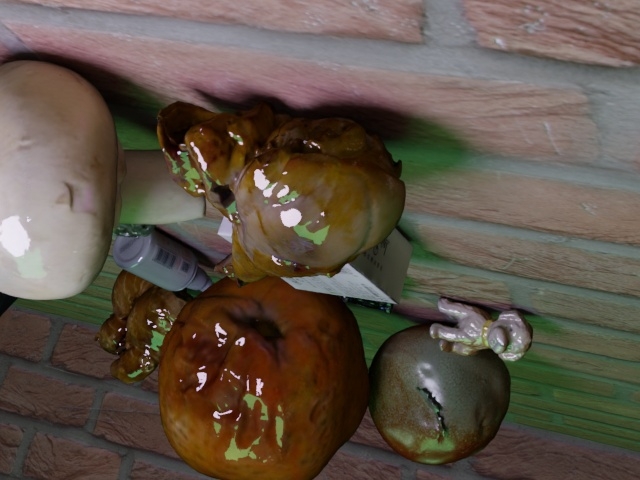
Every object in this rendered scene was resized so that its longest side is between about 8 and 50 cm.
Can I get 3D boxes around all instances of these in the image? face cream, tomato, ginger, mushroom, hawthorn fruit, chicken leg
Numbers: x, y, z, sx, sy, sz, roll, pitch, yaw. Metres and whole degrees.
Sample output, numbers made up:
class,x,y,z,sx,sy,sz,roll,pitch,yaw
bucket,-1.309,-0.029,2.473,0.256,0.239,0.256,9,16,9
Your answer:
class,x,y,z,sx,sy,sz,roll,pitch,yaw
face cream,-0.311,0.051,1.917,0.101,0.101,0.252,5,162,34
tomato,0.255,0.321,1.948,0.303,0.303,0.239,21,159,-18
ginger,-0.403,0.178,2.144,0.152,0.274,0.357,19,-164,-31
mushroom,-0.305,-0.079,1.193,0.336,0.314,0.314,-6,178,-32
hawthorn fruit,-0.127,0.265,1.868,0.472,0.471,0.472,14,165,4
chicken leg,-0.080,-0.054,1.132,0.295,0.182,0.409,31,154,-8

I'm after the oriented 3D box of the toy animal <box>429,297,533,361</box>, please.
class,x,y,z,sx,sy,sz,roll,pitch,yaw
toy animal,0.329,0.182,1.758,0.185,0.104,0.184,-1,157,34

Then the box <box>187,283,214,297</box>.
class,x,y,z,sx,sy,sz,roll,pitch,yaw
box,-0.314,0.122,2.294,0.218,0.039,0.055,10,166,20

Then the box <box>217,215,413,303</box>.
class,x,y,z,sx,sy,sz,roll,pitch,yaw
box,0.000,0.000,1.395,0.194,0.111,0.260,8,165,29

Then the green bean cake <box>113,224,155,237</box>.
class,x,y,z,sx,sy,sz,roll,pitch,yaw
green bean cake,-0.368,-0.074,1.528,0.181,0.094,0.173,10,165,24

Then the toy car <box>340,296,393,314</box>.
class,x,y,z,sx,sy,sz,roll,pitch,yaw
toy car,0.091,0.091,1.728,0.103,0.063,0.216,15,171,5

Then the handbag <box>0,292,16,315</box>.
class,x,y,z,sx,sy,sz,roll,pitch,yaw
handbag,-0.485,0.014,1.353,0.178,0.302,0.275,-2,124,33
